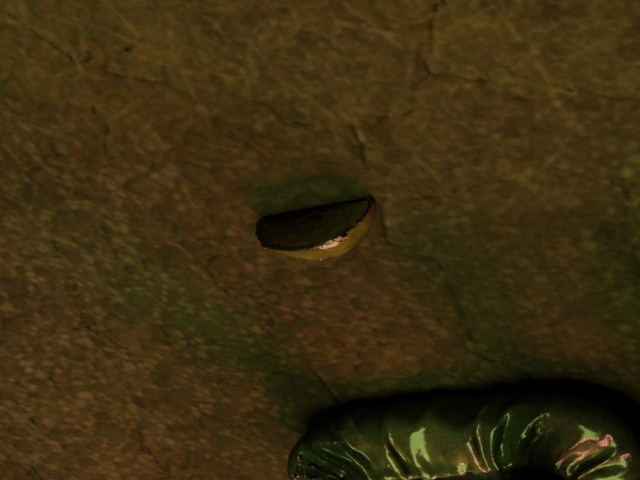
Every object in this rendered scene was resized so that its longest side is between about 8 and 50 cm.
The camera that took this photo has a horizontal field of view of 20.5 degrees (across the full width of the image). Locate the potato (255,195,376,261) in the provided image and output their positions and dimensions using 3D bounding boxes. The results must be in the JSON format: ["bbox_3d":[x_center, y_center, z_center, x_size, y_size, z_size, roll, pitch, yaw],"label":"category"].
[{"bbox_3d":[0.000,0.001,1.215,0.093,0.037,0.036,-10,141,31],"label":"potato"}]

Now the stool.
[{"bbox_3d":[0.122,0.299,1.357,0.310,0.226,0.310,-12,123,32],"label":"stool"}]
